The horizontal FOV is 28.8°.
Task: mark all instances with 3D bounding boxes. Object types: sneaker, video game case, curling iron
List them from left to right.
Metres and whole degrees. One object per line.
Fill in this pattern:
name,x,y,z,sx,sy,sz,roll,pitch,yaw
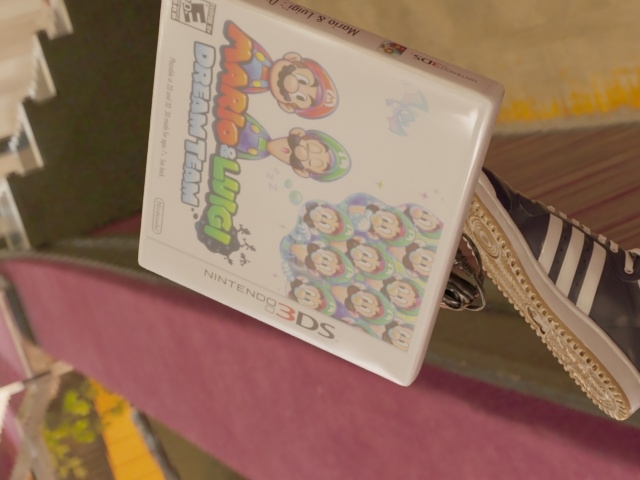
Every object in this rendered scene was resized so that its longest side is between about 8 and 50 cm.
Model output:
video game case,-0.008,-0.024,0.528,0.143,0.019,0.157,24,130,14
curling iron,0.000,0.000,0.960,0.274,0.035,0.068,15,126,19
sneaker,0.250,0.013,1.174,0.282,0.153,0.099,53,169,12
